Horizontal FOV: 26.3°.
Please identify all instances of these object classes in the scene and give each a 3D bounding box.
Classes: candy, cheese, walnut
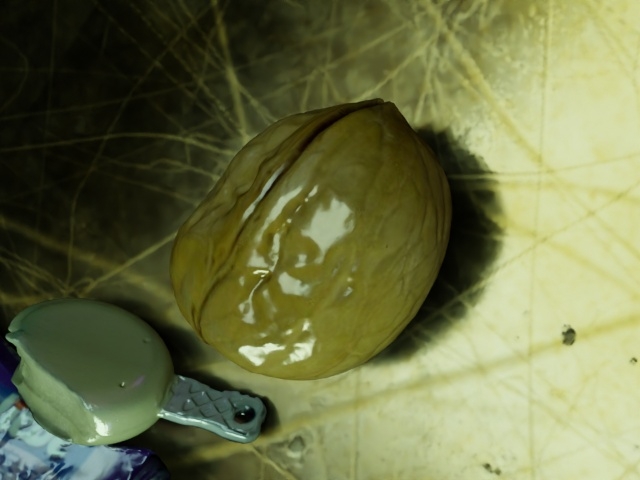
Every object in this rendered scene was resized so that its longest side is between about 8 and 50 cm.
[{"bbox_3d":[-0.222,0.140,0.913,0.275,0.070,0.145,36,94,22],"label":"candy"},{"bbox_3d":[-0.123,0.094,0.867,0.171,0.092,0.048,31,139,16],"label":"cheese"},{"bbox_3d":[0.000,0.000,0.797,0.144,0.144,0.180,35,96,18],"label":"walnut"}]
